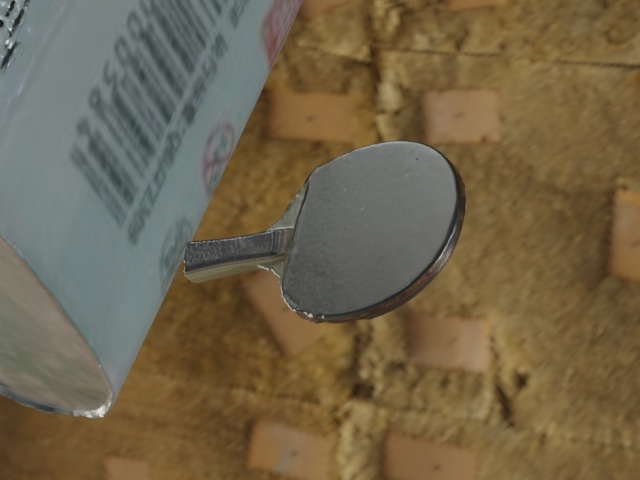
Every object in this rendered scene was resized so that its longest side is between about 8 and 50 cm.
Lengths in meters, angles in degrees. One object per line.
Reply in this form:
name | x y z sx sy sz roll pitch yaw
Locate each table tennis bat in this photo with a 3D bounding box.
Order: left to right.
table tennis bat | 0.000 0.000 0.486 0.083 0.007 0.050 -11 -125 34

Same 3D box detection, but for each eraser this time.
eraser | -0.077 -0.079 0.663 0.081 0.227 0.174 7 -33 29
